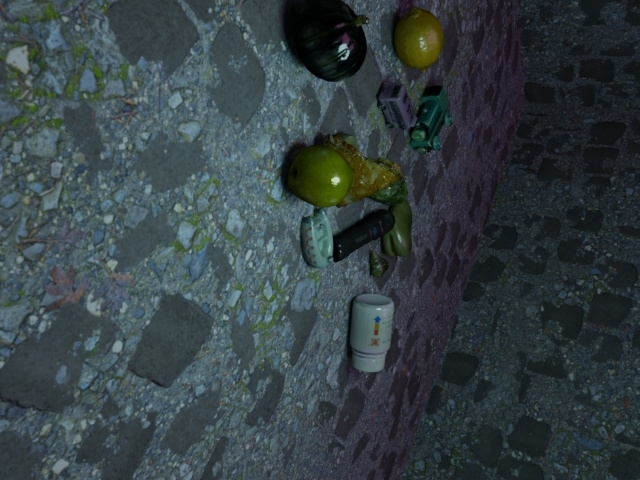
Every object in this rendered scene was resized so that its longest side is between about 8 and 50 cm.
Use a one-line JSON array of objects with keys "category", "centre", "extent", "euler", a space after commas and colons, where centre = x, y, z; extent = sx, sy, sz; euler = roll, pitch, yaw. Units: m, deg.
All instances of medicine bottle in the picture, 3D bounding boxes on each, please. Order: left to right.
[{"category": "medicine bottle", "centre": [0.205, 0.375, 2.134], "extent": [0.170, 0.170, 0.292], "euler": [-16, 113, -57]}]

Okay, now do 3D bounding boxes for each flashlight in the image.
[{"category": "flashlight", "centre": [0.155, -0.025, 1.985], "extent": [0.424, 0.103, 0.103], "euler": [-29, 124, -52]}]

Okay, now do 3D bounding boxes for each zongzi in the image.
[{"category": "zongzi", "centre": [0.257, 0.072, 2.239], "extent": [0.154, 0.062, 0.130], "euler": [-39, 120, -56]}]

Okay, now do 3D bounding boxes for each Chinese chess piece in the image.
[{"category": "Chinese chess piece", "centre": [0.081, -0.292, 1.796], "extent": [0.144, 0.059, 0.144], "euler": [-30, 125, -54]}]

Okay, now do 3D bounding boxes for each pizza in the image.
[{"category": "pizza", "centre": [0.109, -0.242, 1.686], "extent": [0.251, 0.288, 0.074], "euler": [55, 33, -27]}]

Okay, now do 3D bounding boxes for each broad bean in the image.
[{"category": "broad bean", "centre": [0.336, -0.056, 2.284], "extent": [0.189, 0.121, 0.263], "euler": [46, 45, -49]}]

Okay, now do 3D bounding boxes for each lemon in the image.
[{"category": "lemon", "centre": [0.374, -0.764, 1.999], "extent": [0.188, 0.188, 0.256], "euler": [-53, 140, -36]}]

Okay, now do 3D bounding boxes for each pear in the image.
[{"category": "pear", "centre": [0.003, -0.193, 1.575], "extent": [0.198, 0.198, 0.198], "euler": [-28, 124, -53]}]

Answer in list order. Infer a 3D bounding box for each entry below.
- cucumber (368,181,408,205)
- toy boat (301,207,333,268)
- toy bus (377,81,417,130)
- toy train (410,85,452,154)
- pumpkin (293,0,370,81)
[{"category": "cucumber", "centre": [0.235, -0.207, 2.033], "extent": [0.244, 0.134, 0.134], "euler": [7, 94, -57]}, {"category": "toy boat", "centre": [0.000, 0.000, 1.748], "extent": [0.134, 0.079, 0.207], "euler": [-39, 131, -51]}, {"category": "toy bus", "centre": [0.300, -0.517, 2.040], "extent": [0.199, 0.108, 0.096], "euler": [50, 58, -54]}, {"category": "toy train", "centre": [0.492, -0.535, 2.365], "extent": [0.194, 0.120, 0.298], "euler": [54, 54, -43]}, {"category": "pumpkin", "centre": [0.040, -0.577, 1.482], "extent": [0.249, 0.216, 0.249], "euler": [54, 22, -34]}]
